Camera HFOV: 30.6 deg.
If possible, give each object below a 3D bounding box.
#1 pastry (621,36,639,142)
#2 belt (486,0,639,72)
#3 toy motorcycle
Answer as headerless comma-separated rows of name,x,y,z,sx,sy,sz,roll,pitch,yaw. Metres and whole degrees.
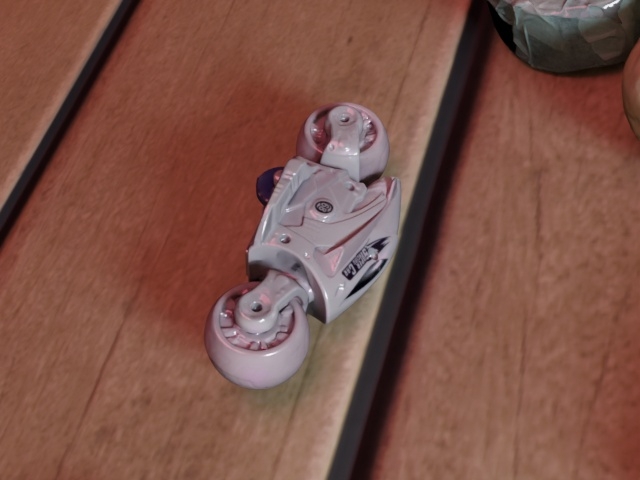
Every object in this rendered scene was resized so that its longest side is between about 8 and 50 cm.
pastry,0.281,-0.109,0.781,0.156,0.092,0.156,-14,45,14
belt,0.201,-0.215,0.942,0.151,0.078,0.198,-24,43,5
toy motorcycle,0.000,0.000,0.846,0.112,0.112,0.254,-1,48,30
